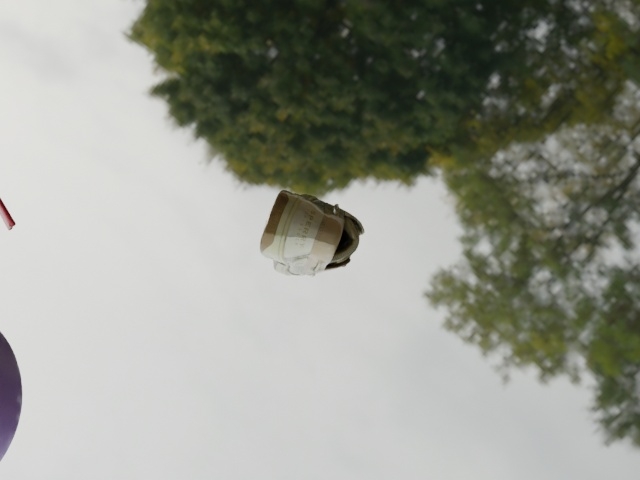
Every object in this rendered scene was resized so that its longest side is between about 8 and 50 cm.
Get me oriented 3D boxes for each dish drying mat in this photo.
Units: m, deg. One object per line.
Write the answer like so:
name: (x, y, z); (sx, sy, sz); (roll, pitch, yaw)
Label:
dish drying mat: (-0.367, -0.051, 1.352); (0.083, 0.008, 0.032); (61, 159, -2)

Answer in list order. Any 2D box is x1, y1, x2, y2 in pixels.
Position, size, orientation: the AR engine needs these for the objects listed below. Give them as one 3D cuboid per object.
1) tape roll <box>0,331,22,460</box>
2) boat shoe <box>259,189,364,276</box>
tape roll: (-0.524, 0.200, 1.523); (0.275, 0.275, 0.090); (47, 176, 17)
boat shoe: (0.000, 0.000, 1.498); (0.098, 0.109, 0.302); (18, 178, 8)
